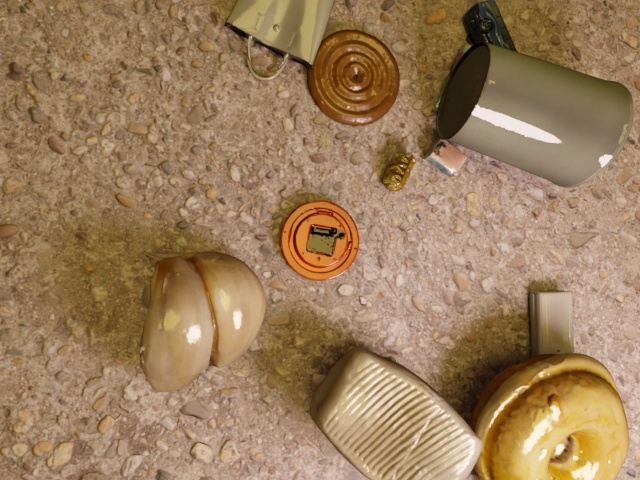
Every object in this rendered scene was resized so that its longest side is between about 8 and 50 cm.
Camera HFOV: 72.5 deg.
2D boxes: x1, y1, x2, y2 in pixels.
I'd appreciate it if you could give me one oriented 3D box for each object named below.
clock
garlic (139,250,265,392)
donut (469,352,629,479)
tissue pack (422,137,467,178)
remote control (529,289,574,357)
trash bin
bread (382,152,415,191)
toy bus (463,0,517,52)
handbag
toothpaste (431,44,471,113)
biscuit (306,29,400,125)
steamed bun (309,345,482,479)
[{"bbox_3d":[0.000,0.000,1.106,0.205,0.051,0.205,1,87,-10],"label":"clock"},{"bbox_3d":[-0.278,0.173,0.981,0.249,0.286,0.313,-10,81,33],"label":"garlic"},{"bbox_3d":[0.565,0.480,1.080,0.448,0.198,0.449,-4,106,-14],"label":"donut"},{"bbox_3d":[0.337,-0.222,1.179,0.094,0.059,0.074,34,78,-8],"label":"tissue pack"},{"bbox_3d":[0.643,0.280,1.214,0.102,0.055,0.277,-1,90,-11],"label":"remote control"},{"bbox_3d":[0.547,-0.312,1.113,0.431,0.280,0.281,15,84,-10],"label":"trash bin"},{"bbox_3d":[0.204,-0.181,1.153,0.066,0.060,0.110,32,81,-38],"label":"bread"},{"bbox_3d":[0.485,-0.545,1.216,0.094,0.079,0.237,-26,92,-13],"label":"toy bus"},{"bbox_3d":[-0.098,-0.560,1.092,0.241,0.109,0.316,23,86,-7],"label":"handbag"},{"bbox_3d":[0.371,-0.442,1.212,0.056,0.036,0.205,23,87,-9],"label":"toothpaste"},{"bbox_3d":[0.092,-0.435,1.155,0.261,0.037,0.262,1,87,-10],"label":"biscuit"},{"bbox_3d":[0.162,0.421,1.027,0.383,0.236,0.247,36,84,-1],"label":"steamed bun"}]
